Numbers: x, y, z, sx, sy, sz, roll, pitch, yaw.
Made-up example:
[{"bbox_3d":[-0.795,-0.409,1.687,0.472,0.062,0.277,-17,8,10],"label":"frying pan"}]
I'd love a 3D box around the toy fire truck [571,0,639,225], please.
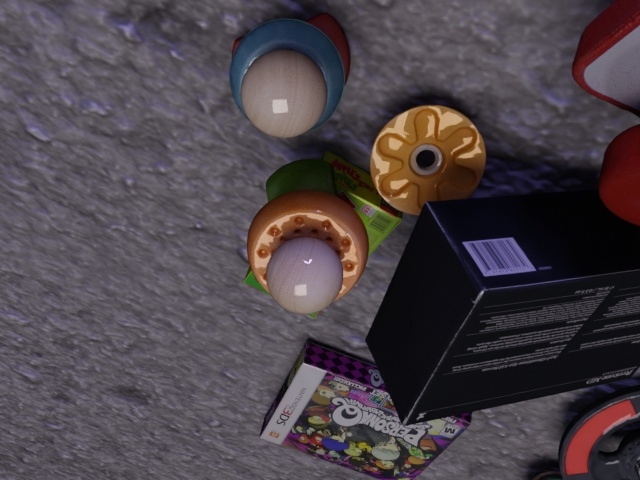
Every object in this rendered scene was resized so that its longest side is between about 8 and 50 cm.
[{"bbox_3d":[0.326,-0.092,0.390,0.302,0.169,0.254,23,160,-9],"label":"toy fire truck"}]

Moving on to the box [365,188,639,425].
[{"bbox_3d":[0.194,0.054,0.592,0.261,0.103,0.184,-5,135,-22],"label":"box"}]

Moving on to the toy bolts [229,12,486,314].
[{"bbox_3d":[0.021,-0.068,0.529,0.218,0.158,0.228,-19,113,9],"label":"toy bolts"}]

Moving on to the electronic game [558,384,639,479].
[{"bbox_3d":[0.408,0.264,0.813,0.229,0.048,0.229,5,119,8],"label":"electronic game"}]

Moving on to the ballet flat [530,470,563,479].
[{"bbox_3d":[0.433,0.383,0.923,0.316,0.107,0.106,14,154,8],"label":"ballet flat"}]

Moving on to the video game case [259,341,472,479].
[{"bbox_3d":[0.054,0.244,0.913,0.232,0.042,0.210,21,134,-6],"label":"video game case"}]

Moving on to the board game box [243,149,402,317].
[{"bbox_3d":[0.000,0.000,0.704,0.092,0.043,0.181,28,132,-11],"label":"board game box"}]
